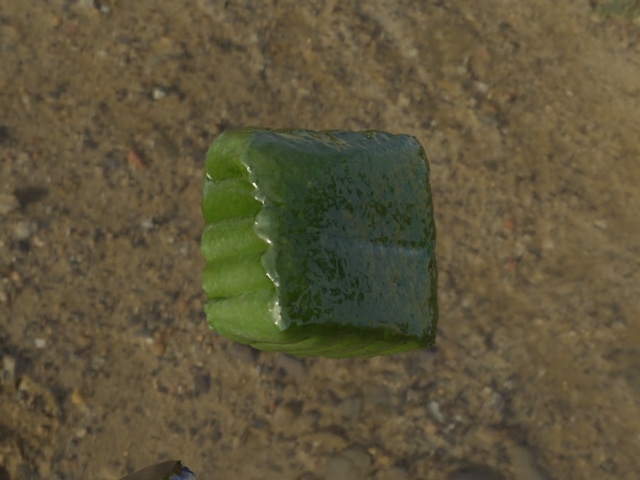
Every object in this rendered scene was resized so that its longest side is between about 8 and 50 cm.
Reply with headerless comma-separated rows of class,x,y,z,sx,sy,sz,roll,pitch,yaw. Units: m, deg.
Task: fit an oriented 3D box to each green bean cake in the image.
green bean cake,0.000,0.000,1.087,0.248,0.125,0.222,7,77,-44

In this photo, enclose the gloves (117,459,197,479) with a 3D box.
gloves,-0.003,0.164,0.318,0.229,0.097,0.119,44,4,2
